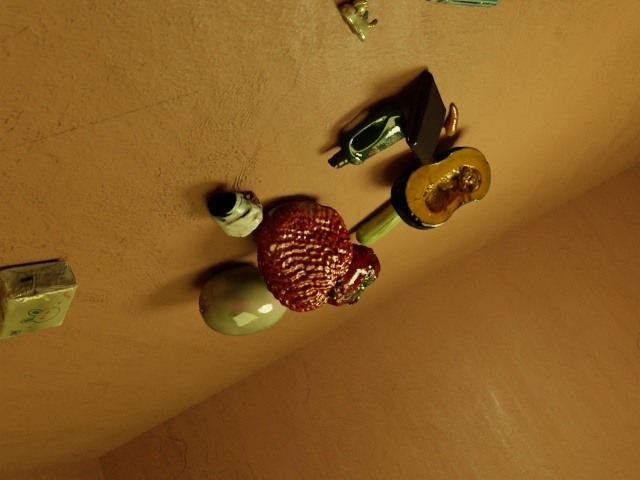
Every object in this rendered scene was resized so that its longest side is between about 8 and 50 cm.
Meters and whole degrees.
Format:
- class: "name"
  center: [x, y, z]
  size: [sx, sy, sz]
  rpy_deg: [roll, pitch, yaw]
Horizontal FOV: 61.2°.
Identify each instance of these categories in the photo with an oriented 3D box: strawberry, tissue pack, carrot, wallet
- class: "strawberry"
  center: [-0.062, 0.022, 1.601]
  size: [0.312, 0.267, 0.351]
  rpy_deg: [-50, 135, -18]
- class: "tissue pack"
  center: [-0.660, 0.137, 1.245]
  size: [0.148, 0.092, 0.196]
  rpy_deg: [-11, 155, -42]
- class: "carrot"
  center: [0.379, -0.345, 1.555]
  size: [0.035, 0.035, 0.142]
  rpy_deg: [-26, 153, -7]
- class: "wallet"
  center: [0.268, -0.298, 1.373]
  size: [0.229, 0.049, 0.182]
  rpy_deg: [19, 85, -67]
- class: "strawberry"
  center: [0.073, 0.115, 2.011]
  size: [0.274, 0.220, 0.274]
  rpy_deg: [-36, 155, -20]

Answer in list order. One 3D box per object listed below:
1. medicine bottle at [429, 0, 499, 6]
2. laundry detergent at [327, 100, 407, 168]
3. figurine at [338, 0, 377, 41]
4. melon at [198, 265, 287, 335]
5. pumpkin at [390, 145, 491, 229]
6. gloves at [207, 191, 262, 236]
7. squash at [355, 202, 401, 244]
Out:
- class: "medicine bottle"
  center: [0.275, -0.481, 1.044]
  size: [0.191, 0.051, 0.051]
  rpy_deg: [-13, 155, -36]
- class: "laundry detergent"
  center: [0.112, -0.253, 1.357]
  size: [0.221, 0.078, 0.144]
  rpy_deg: [-30, 159, 9]
- class: "figurine"
  center: [0.069, -0.404, 0.976]
  size: [0.050, 0.047, 0.083]
  rpy_deg: [-47, 151, 6]
- class: "melon"
  center: [-0.247, 0.194, 1.761]
  size: [0.317, 0.223, 0.223]
  rpy_deg: [-4, 149, -41]
- class: "pumpkin"
  center: [0.348, -0.178, 1.728]
  size: [0.325, 0.242, 0.232]
  rpy_deg: [-27, -170, -17]
- class: "gloves"
  center: [-0.203, -0.059, 1.370]
  size: [0.127, 0.111, 0.212]
  rpy_deg: [-36, 152, 5]
- class: "squash"
  center: [0.225, -0.069, 1.957]
  size: [0.250, 0.083, 0.083]
  rpy_deg: [-41, 157, 29]
